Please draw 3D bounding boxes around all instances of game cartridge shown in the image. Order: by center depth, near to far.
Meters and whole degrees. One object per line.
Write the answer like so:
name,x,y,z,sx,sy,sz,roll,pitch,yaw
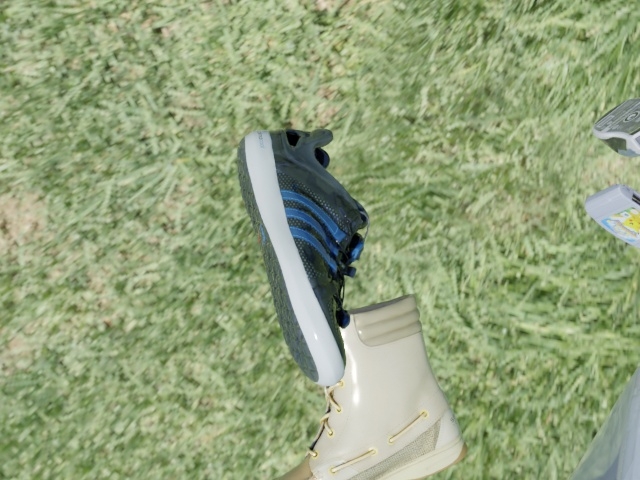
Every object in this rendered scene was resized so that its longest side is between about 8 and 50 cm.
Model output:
game cartridge,0.284,-0.019,0.990,0.083,0.017,0.056,31,155,-15

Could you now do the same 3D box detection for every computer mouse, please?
computer mouse,0.341,-0.108,1.101,0.106,0.193,0.042,-38,105,0

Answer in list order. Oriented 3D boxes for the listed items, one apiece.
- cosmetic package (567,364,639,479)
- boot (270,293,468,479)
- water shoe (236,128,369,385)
cosmetic package,0.226,0.337,0.783,0.230,0.161,0.453,26,122,7
boot,0.013,0.182,1.177,0.261,0.095,0.204,-19,96,-9
water shoe,0.000,0.000,0.750,0.080,0.203,0.073,-12,151,-11
